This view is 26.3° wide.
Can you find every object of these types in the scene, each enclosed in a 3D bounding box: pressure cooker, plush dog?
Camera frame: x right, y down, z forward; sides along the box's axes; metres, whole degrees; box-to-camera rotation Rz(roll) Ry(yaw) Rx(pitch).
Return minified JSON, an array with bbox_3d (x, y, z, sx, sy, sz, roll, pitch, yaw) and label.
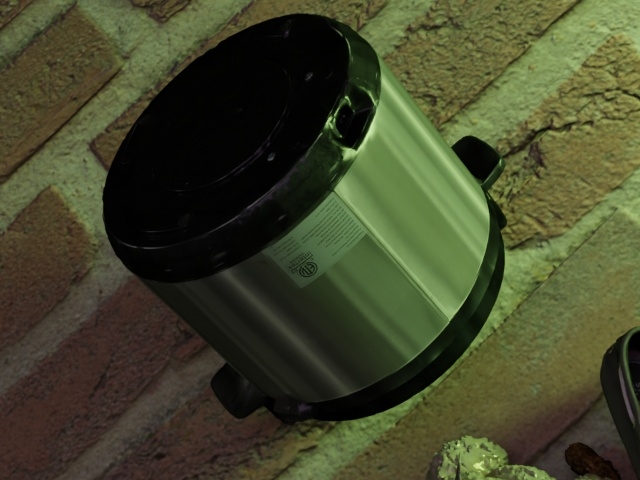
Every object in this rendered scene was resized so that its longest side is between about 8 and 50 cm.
[{"bbox_3d":[0.001,0.004,1.572,0.370,0.420,0.375,-16,43,33],"label":"pressure cooker"},{"bbox_3d":[0.254,0.326,1.499,0.225,0.210,0.262,-2,70,-11],"label":"plush dog"}]

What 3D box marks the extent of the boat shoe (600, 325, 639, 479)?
[{"bbox_3d":[0.397,0.245,1.477,0.112,0.095,0.335,-20,62,-6],"label":"boat shoe"}]
